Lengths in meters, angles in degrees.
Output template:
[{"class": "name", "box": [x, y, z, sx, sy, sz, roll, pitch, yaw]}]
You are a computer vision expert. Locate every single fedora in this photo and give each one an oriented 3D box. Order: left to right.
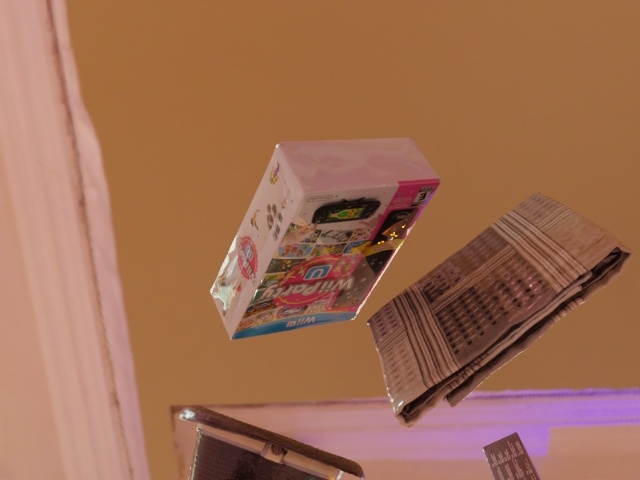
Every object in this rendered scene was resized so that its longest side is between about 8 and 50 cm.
[{"class": "fedora", "box": [-0.100, 0.398, 1.367, 0.334, 0.334, 0.152, 13, -105, 30]}]

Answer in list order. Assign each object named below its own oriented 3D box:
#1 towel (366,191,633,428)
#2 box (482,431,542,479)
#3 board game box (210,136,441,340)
[{"class": "towel", "box": [0.198, 0.075, 0.988, 0.312, 0.324, 0.056, -38, -78, 8]}, {"class": "box", "box": [0.388, 0.512, 1.371, 0.076, 0.307, 0.242, -27, -68, 7]}, {"class": "board game box", "box": [0.000, 0.000, 1.131, 0.097, 0.224, 0.303, 61, -39, 31]}]
